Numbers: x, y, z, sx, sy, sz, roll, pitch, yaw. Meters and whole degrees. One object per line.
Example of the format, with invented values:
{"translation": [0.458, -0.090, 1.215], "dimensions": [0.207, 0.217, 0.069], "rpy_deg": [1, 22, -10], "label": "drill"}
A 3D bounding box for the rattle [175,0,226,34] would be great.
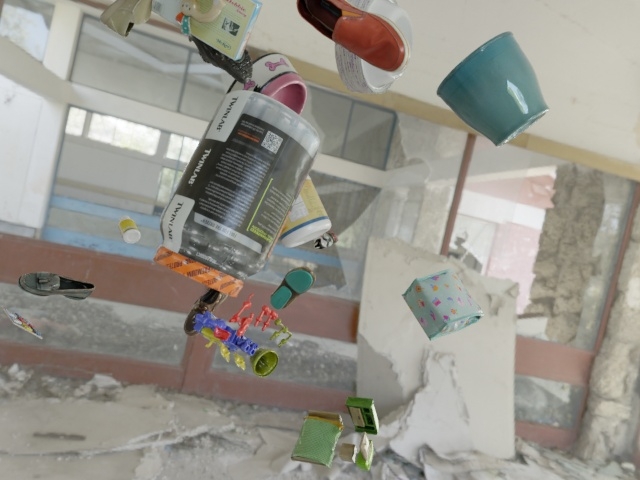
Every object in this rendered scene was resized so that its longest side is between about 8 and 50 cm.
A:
{"translation": [-0.383, -0.683, 1.390], "dimensions": [0.200, 0.130, 0.143], "rpy_deg": [-13, 18, 26], "label": "rattle"}

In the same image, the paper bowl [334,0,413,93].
{"translation": [0.172, -0.580, 1.427], "dimensions": [0.148, 0.284, 0.284], "rpy_deg": [15, 2, 29], "label": "paper bowl"}

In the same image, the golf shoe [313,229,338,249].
{"translation": [0.000, 0.000, 1.951], "dimensions": [0.086, 0.067, 0.186], "rpy_deg": [-30, 5, -18], "label": "golf shoe"}

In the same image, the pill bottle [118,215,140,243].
{"translation": [-0.740, -0.045, 1.856], "dimensions": [0.065, 0.065, 0.116], "rpy_deg": [12, 28, -45], "label": "pill bottle"}

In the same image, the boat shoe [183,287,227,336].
{"translation": [-0.373, 0.211, 1.556], "dimensions": [0.073, 0.207, 0.073], "rpy_deg": [25, -29, 12], "label": "boat shoe"}

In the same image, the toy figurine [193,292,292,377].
{"translation": [-0.264, 0.266, 1.456], "dimensions": [0.217, 0.191, 0.362], "rpy_deg": [17, -20, 26], "label": "toy figurine"}

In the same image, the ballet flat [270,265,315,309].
{"translation": [-0.101, 0.185, 2.075], "dimensions": [0.116, 0.342, 0.124], "rpy_deg": [45, 45, 4], "label": "ballet flat"}

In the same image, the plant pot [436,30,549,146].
{"translation": [0.539, -0.435, 1.467], "dimensions": [0.255, 0.272, 0.272], "rpy_deg": [56, 8, 7], "label": "plant pot"}

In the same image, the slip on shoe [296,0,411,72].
{"translation": [0.075, -0.519, 1.190], "dimensions": [0.331, 0.123, 0.101], "rpy_deg": [39, 50, 10], "label": "slip on shoe"}

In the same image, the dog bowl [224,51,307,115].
{"translation": [-0.223, -0.574, 2.049], "dimensions": [0.150, 0.408, 0.408], "rpy_deg": [43, 9, 13], "label": "dog bowl"}

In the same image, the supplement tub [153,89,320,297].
{"translation": [-0.155, -0.081, 0.887], "dimensions": [0.207, 0.338, 0.207], "rpy_deg": [24, -10, 4], "label": "supplement tub"}

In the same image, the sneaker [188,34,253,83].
{"translation": [-0.350, -0.654, 1.686], "dimensions": [0.109, 0.286, 0.130], "rpy_deg": [-41, 2, -41], "label": "sneaker"}

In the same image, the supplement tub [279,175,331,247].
{"translation": [-0.072, -0.096, 1.313], "dimensions": [0.144, 0.199, 0.144], "rpy_deg": [-24, -7, -3], "label": "supplement tub"}

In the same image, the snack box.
{"translation": [-0.360, -0.731, 1.503], "dimensions": [0.322, 0.187, 0.060], "rpy_deg": [31, 30, -2], "label": "snack box"}

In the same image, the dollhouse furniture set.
{"translation": [0.037, 0.676, 1.717], "dimensions": [0.302, 0.151, 0.197], "rpy_deg": [-2, 33, 24], "label": "dollhouse furniture set"}

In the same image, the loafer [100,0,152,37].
{"translation": [-0.522, -0.682, 1.389], "dimensions": [0.269, 0.102, 0.092], "rpy_deg": [-20, -53, 34], "label": "loafer"}

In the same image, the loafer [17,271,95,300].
{"translation": [-0.985, 0.161, 1.820], "dimensions": [0.084, 0.096, 0.267], "rpy_deg": [-29, -28, 23], "label": "loafer"}

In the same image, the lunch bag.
{"translation": [0.482, 0.239, 1.856], "dimensions": [0.262, 0.160, 0.223], "rpy_deg": [-10, 56, -35], "label": "lunch bag"}

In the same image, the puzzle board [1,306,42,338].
{"translation": [-0.861, 0.236, 1.393], "dimensions": [0.128, 0.011, 0.096], "rpy_deg": [20, -24, 41], "label": "puzzle board"}
